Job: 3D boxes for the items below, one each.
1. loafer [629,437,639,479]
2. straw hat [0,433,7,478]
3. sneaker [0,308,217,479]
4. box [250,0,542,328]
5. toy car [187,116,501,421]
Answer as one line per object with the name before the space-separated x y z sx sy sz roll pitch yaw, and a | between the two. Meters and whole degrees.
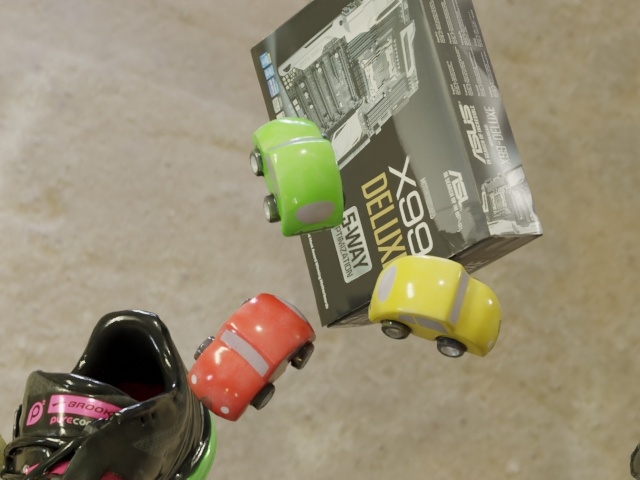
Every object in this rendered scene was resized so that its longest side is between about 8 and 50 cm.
loafer | 0.374 0.170 1.682 0.084 0.267 0.096 16 54 -14
straw hat | -0.318 0.200 1.531 0.061 0.144 0.144 -8 59 -32
sneaker | -0.220 0.222 1.391 0.185 0.202 0.483 -4 28 12
box | 0.065 -0.099 1.587 0.076 0.242 0.307 0 69 -41
toy car | 0.000 0.000 1.216 0.239 0.053 0.225 -12 67 -14
